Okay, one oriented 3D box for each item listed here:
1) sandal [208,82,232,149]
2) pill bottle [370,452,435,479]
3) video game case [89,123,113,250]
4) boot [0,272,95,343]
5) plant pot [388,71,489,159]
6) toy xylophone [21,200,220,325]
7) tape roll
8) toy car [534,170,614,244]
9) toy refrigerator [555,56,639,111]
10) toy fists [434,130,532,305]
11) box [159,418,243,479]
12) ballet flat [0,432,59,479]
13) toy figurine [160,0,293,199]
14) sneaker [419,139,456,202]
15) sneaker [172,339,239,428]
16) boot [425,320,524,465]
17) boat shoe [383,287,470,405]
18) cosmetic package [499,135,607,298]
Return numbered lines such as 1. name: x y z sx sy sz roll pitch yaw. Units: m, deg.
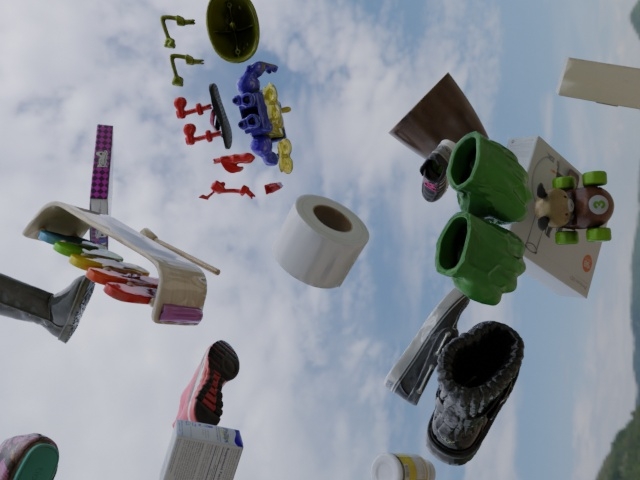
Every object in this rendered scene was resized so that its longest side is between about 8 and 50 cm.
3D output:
1. sandal: -0.278 -0.332 1.691 0.067 0.040 0.179 -66 -38 -75
2. pill bottle: 0.227 0.624 1.682 0.184 0.103 0.103 21 -109 -43
3. video game case: -0.491 -0.106 1.411 0.210 0.041 0.232 111 155 -47
4. boot: -0.550 0.095 1.184 0.208 0.190 0.076 31 -154 -8
5. plant pot: 0.333 -0.278 1.631 0.230 0.215 0.215 44 -139 -3
6. toy xylophone: -0.298 0.032 0.998 0.236 0.322 0.081 23 -86 -58
7. tape roll: 0.000 0.000 1.843 0.246 0.246 0.169 -27 -30 -57
8. toy car: 0.535 -0.073 1.379 0.188 0.149 0.155 2 -96 -38
9. toy refrigerator: 0.682 -0.346 1.417 0.102 0.269 0.094 -47 -32 -67
10. toy fists: 0.266 -0.033 1.009 0.142 0.096 0.279 25 -117 -25
11. box: -0.239 0.441 1.254 0.137 0.072 0.126 16 -83 -16
12. ballet flat: -0.340 0.307 0.639 0.077 0.079 0.222 47 -134 -44
13. toy figurine: -0.150 -0.261 1.200 0.217 0.191 0.363 -35 -69 -77
14. sneaker: 0.250 -0.143 1.389 0.074 0.063 0.170 -36 -26 -33
15. sneaker: -0.325 0.395 1.713 0.116 0.136 0.314 49 -152 -20
16. boot: 0.302 0.218 1.153 0.260 0.131 0.348 88 -153 -42
17. boat shoe: 0.266 0.231 1.401 0.301 0.102 0.108 -49 -21 -22
18. cosmetic package: 0.580 -0.050 1.591 0.377 0.097 0.285 27 -101 -33
